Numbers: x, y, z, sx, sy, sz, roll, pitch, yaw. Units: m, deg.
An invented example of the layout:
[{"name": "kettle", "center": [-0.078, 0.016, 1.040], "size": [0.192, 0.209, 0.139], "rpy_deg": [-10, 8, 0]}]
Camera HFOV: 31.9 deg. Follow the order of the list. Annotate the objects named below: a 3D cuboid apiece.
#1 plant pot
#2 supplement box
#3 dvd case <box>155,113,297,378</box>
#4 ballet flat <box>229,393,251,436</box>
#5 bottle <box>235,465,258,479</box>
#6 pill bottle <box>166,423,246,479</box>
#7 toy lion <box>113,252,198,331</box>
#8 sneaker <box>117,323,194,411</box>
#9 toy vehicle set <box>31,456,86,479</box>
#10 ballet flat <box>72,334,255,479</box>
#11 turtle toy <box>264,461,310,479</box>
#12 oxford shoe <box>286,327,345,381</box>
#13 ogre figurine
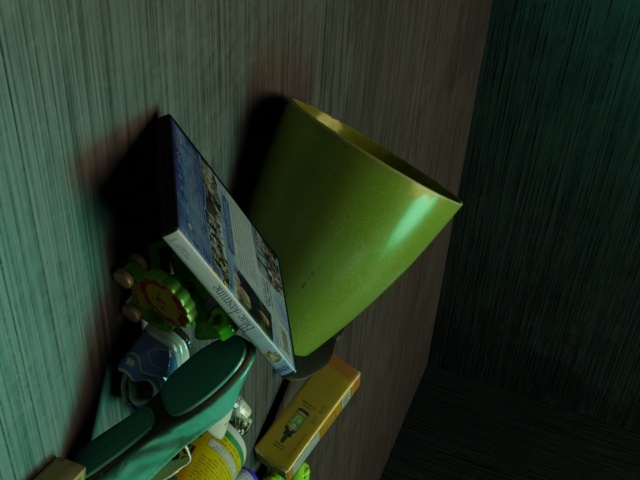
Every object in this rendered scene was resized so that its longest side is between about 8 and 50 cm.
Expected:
[{"name": "plant pot", "center": [0.000, 0.000, 1.535], "size": [0.293, 0.274, 0.275], "rpy_deg": [-58, 169, 9]}, {"name": "supplement box", "center": [-0.022, 0.322, 2.054], "size": [0.233, 0.078, 0.080], "rpy_deg": [-50, 163, -23]}, {"name": "dvd case", "center": [-0.098, 0.008, 1.175], "size": [0.253, 0.022, 0.180], "rpy_deg": [55, 16, -41]}, {"name": "ballet flat", "center": [-0.126, 0.272, 1.757], "size": [0.114, 0.041, 0.041], "rpy_deg": [91, 20, -49]}, {"name": "bottle", "center": [-0.172, 0.403, 1.617], "size": [0.283, 0.092, 0.118], "rpy_deg": [-6, 113, -76]}, {"name": "pill bottle", "center": [-0.185, 0.322, 1.411], "size": [0.208, 0.117, 0.118], "rpy_deg": [-58, 160, -46]}, {"name": "toy lion", "center": [-0.169, 0.063, 1.181], "size": [0.034, 0.096, 0.100], "rpy_deg": [-48, 156, -31]}, {"name": "sneaker", "center": [-0.195, 0.174, 1.308], "size": [0.081, 0.080, 0.211], "rpy_deg": [-43, 149, -32]}, {"name": "toy vehicle set", "center": [-0.308, 0.375, 1.150], "size": [0.166, 0.035, 0.267], "rpy_deg": [-48, 152, -61]}, {"name": "ballet flat", "center": [-0.155, 0.200, 1.225], "size": [0.247, 0.083, 0.087], "rpy_deg": [-38, 127, 3]}, {"name": "turtle toy", "center": [-0.069, 0.451, 2.092], "size": [0.130, 0.066, 0.095], "rpy_deg": [-52, 180, 34]}, {"name": "oxford shoe", "center": [-0.021, 0.203, 2.048], "size": [0.076, 0.076, 0.212], "rpy_deg": [-48, 178, 35]}, {"name": "ogre figurine", "center": [-0.134, 0.046, 1.244], "size": [0.197, 0.096, 0.118], "rpy_deg": [-57, 128, -79]}]
